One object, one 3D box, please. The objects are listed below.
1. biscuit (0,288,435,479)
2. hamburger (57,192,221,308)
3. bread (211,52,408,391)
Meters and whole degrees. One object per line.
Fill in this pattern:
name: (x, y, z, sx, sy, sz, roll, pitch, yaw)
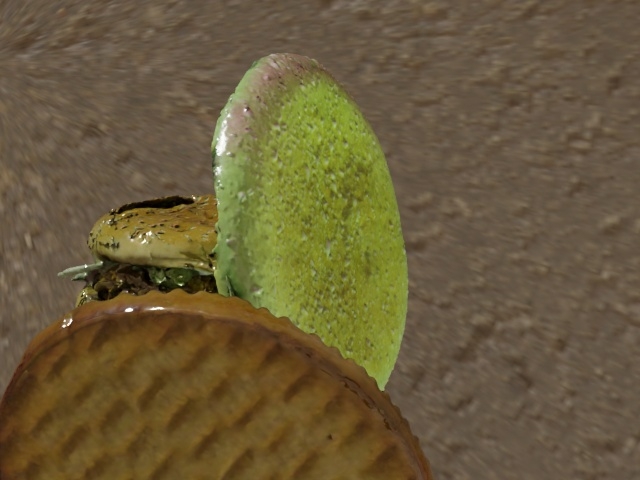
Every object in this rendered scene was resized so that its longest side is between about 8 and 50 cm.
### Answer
biscuit: (-0.073, 0.167, 1.321, 0.317, 0.040, 0.318, 8, 124, 12)
hamburger: (-0.117, 0.022, 1.564, 0.185, 0.177, 0.113, 6, 109, -14)
bread: (-0.003, -0.002, 1.494, 0.045, 0.301, 0.301, -10, 98, 26)
